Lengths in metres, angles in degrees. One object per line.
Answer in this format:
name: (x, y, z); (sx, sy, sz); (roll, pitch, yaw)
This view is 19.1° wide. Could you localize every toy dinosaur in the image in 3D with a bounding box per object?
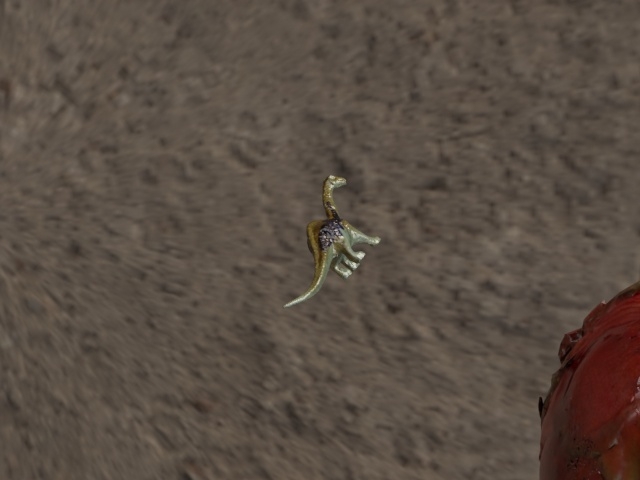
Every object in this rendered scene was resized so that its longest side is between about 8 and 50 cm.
toy dinosaur: (0.013, 0.007, 1.411); (0.058, 0.180, 0.037); (26, 115, -5)

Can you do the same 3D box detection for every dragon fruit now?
dragon fruit: (0.302, 0.176, 1.406); (0.296, 0.295, 0.301); (-8, 63, -10)
